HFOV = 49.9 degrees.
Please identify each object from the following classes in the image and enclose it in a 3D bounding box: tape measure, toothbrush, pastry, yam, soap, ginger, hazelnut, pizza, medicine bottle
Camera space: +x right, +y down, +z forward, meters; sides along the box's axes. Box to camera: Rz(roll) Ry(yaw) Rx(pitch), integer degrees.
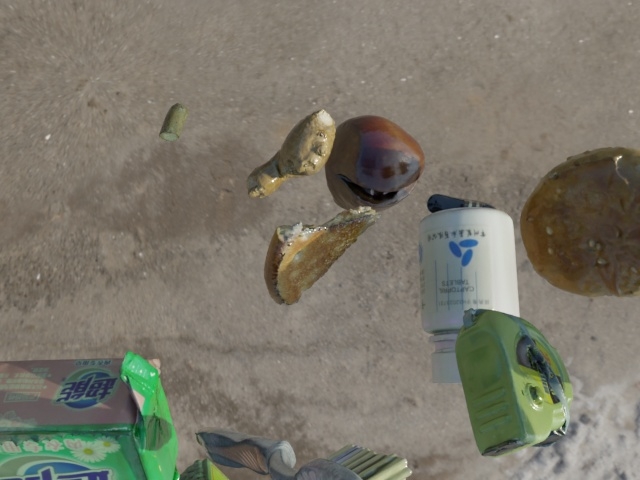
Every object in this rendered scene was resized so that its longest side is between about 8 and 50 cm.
[{"bbox_3d":[0.254,0.186,0.914,0.175,0.200,0.106,18,137,-37],"label":"tape measure"},{"bbox_3d":[-0.044,0.144,0.463,0.037,0.375,0.028,-23,87,-25],"label":"toothbrush"},{"bbox_3d":[0.540,-0.036,1.270,0.184,0.315,0.285,-27,99,-49],"label":"pastry"},{"bbox_3d":[-0.306,-0.244,1.435,0.043,0.043,0.094,26,50,-22],"label":"yam"},{"bbox_3d":[-0.273,0.192,0.635,0.273,0.098,0.218,-1,133,1],"label":"soap"},{"bbox_3d":[-0.037,-0.112,0.983,0.165,0.096,0.067,-47,125,10],"label":"ginger"},{"bbox_3d":[0.116,-0.166,1.525,0.217,0.251,0.217,7,63,-14],"label":"hazelnut"},{"bbox_3d":[0.000,0.000,0.948,0.195,0.052,0.185,-32,154,-24],"label":"pizza"},{"bbox_3d":[0.258,0.100,1.195,0.170,0.170,0.293,3,77,-19],"label":"medicine bottle"}]

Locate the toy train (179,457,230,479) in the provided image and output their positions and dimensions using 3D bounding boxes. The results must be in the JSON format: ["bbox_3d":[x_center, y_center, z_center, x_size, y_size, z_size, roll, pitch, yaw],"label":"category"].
[{"bbox_3d":[-0.182,0.435,0.920,0.271,0.159,0.188,-40,108,0],"label":"toy train"}]

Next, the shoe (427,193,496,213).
[{"bbox_3d":[0.346,-0.071,1.707,0.179,0.049,0.071,18,106,21],"label":"shoe"}]
